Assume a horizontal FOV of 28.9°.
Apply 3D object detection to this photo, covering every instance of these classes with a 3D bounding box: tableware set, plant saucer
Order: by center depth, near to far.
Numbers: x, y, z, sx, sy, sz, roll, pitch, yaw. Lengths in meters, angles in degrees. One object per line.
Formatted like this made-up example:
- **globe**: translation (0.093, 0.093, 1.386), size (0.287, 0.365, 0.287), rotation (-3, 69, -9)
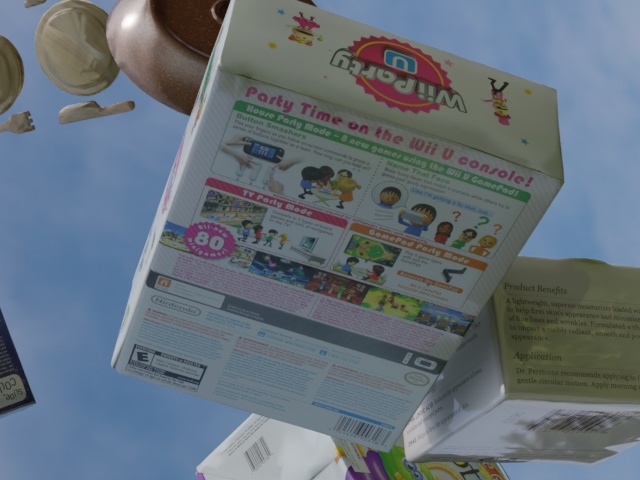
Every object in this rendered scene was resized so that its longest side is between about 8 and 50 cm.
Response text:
- **plant saucer**: translation (-0.068, -0.166, 0.985), size (0.198, 0.198, 0.036), rotation (-44, -19, -42)
- **tableware set**: translation (-0.263, -0.169, 1.146), size (0.039, 0.194, 0.128), rotation (-44, -57, -66)

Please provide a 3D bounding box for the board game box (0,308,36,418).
- **board game box**: translation (-0.354, 0.109, 1.037), size (0.201, 0.035, 0.136), rotation (-17, -97, -39)

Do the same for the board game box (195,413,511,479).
- **board game box**: translation (0.048, 0.236, 1.148), size (0.275, 0.144, 0.142), rotation (18, -146, -49)

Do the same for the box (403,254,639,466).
- **box**: translation (0.177, 0.102, 1.000), size (0.181, 0.182, 0.119), rotation (5, -117, -19)

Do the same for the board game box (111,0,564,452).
- **board game box**: translation (0.000, 0.000, 0.857), size (0.224, 0.303, 0.097), rotation (18, -135, -10)
